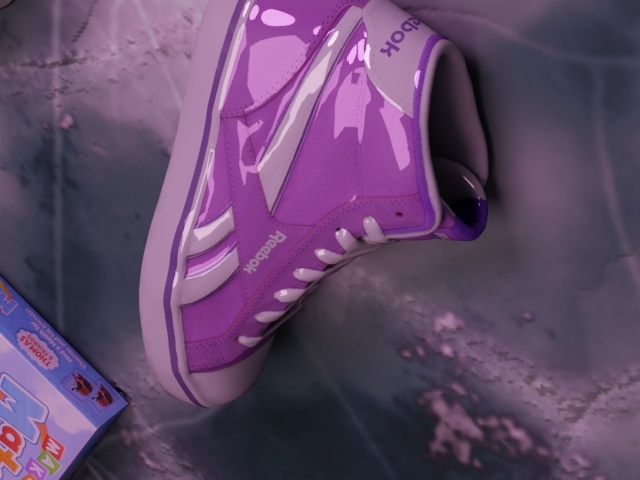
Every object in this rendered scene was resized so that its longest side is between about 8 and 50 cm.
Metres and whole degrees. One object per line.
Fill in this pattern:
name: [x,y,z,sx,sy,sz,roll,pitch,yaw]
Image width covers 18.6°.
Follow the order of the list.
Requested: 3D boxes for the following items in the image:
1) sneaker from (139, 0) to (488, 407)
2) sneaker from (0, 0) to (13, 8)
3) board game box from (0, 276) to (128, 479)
sneaker: [0.000,0.000,1.021,0.161,0.102,0.282,26,129,17]
sneaker: [-0.200,-0.194,1.054,0.064,0.086,0.192,27,129,20]
board game box: [-0.241,0.082,1.288,0.211,0.039,0.160,43,133,5]
